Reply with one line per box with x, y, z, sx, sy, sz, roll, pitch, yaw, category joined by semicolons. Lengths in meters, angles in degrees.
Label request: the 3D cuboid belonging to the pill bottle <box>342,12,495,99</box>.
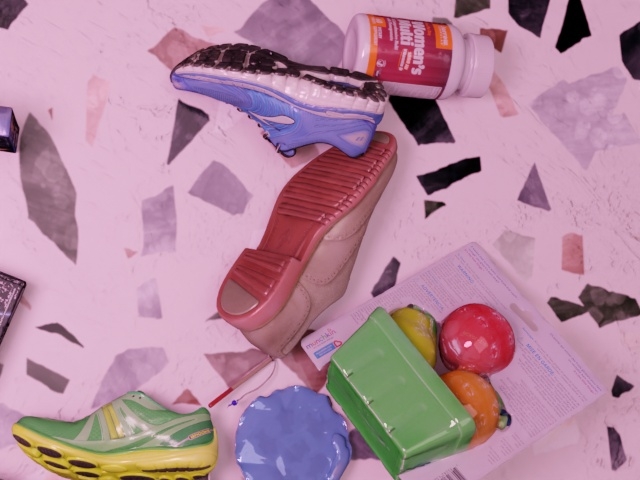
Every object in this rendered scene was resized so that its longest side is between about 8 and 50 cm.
0.153;-0.285;1.595;0.221;0.121;0.121;4;86;-13;pill bottle

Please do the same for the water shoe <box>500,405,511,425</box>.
0.266;0.277;1.628;0.203;0.073;0.080;12;102;-6;water shoe

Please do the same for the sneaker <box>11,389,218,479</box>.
-0.296;0.283;1.480;0.295;0.109;0.124;5;54;-7;sneaker

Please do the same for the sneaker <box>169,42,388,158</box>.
-0.073;-0.197;1.524;0.329;0.130;0.147;17;119;7;sneaker

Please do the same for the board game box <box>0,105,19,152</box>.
-0.546;-0.168;1.399;0.243;0.165;0.042;7;85;-13;board game box

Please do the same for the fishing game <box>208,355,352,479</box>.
-0.044;0.312;1.552;0.189;0.041;0.264;-37;89;-25;fishing game

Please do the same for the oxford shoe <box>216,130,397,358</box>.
0.000;0.000;1.561;0.397;0.140;0.146;-51;132;-17;oxford shoe

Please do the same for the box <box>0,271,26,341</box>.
-0.520;0.114;1.434;0.147;0.077;0.180;23;82;-11;box

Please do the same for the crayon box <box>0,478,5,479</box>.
-0.366;0.477;1.423;0.322;0.083;0.203;22;65;-12;crayon box

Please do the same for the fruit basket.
0.199;0.195;1.540;0.353;0.165;0.327;-26;61;-28;fruit basket

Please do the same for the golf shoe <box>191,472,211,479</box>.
-0.100;0.438;1.508;0.272;0.105;0.120;32;71;-11;golf shoe
